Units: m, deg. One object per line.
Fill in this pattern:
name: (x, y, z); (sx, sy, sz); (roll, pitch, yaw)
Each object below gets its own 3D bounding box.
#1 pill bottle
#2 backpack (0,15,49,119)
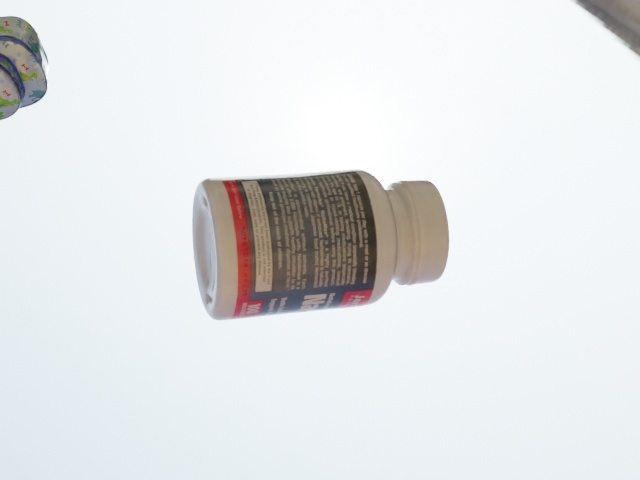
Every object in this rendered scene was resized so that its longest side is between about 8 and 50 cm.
pill bottle: (0.000, 0.000, 0.857); (0.180, 0.108, 0.108); (-5, -135, -16)
backpack: (-0.356, -0.182, 1.231); (0.114, 0.105, 0.084); (-16, -136, 3)
